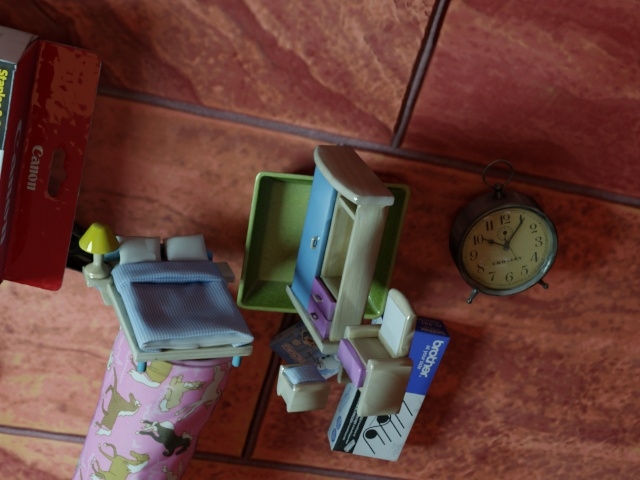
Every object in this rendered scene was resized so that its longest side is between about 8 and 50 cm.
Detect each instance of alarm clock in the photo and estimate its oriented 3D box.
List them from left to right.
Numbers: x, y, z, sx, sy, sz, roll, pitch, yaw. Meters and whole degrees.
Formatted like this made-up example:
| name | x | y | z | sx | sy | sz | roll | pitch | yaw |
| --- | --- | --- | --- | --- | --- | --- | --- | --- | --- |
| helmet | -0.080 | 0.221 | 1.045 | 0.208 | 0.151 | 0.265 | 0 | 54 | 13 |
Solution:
| name | x | y | z | sx | sy | sz | roll | pitch | yaw |
| --- | --- | --- | --- | --- | --- | --- | --- | --- | --- |
| alarm clock | 0.225 | -0.016 | 1.377 | 0.129 | 0.064 | 0.192 | -10 | 121 | -3 |

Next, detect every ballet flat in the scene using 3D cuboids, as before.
| name | x | y | z | sx | sy | sz | roll | pitch | yaw |
| --- | --- | --- | --- | --- | --- | --- | --- | --- | --- |
| ballet flat | -0.292 | 0.013 | 1.318 | 0.173 | 0.049 | 0.057 | 18 | 113 | -17 |

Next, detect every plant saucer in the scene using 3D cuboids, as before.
| name | x | y | z | sx | sy | sz | roll | pitch | yaw |
| --- | --- | --- | --- | --- | --- | --- | --- | --- | --- |
| plant saucer | 0.000 | 0.000 | 1.360 | 0.188 | 0.045 | 0.188 | 5 | 116 | -11 |

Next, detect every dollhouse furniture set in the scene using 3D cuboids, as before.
| name | x | y | z | sx | sy | sz | roll | pitch | yaw |
| --- | --- | --- | --- | --- | --- | --- | --- | --- | --- |
| dollhouse furniture set | -0.085 | 0.032 | 1.175 | 0.303 | 0.286 | 0.198 | 0 | 118 | -21 |

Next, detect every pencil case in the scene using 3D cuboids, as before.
| name | x | y | z | sx | sy | sz | roll | pitch | yaw |
| --- | --- | --- | --- | --- | --- | --- | --- | --- | --- |
| pencil case | -0.222 | 0.249 | 1.385 | 0.167 | 0.160 | 0.386 | -4 | 124 | -44 |

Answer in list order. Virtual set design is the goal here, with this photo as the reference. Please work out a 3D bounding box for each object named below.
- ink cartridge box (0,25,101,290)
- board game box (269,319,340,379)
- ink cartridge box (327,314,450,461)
| name | x | y | z | sx | sy | sz | roll | pitch | yaw |
| --- | --- | --- | --- | --- | --- | --- | --- | --- | --- |
| ink cartridge box | -0.399 | -0.076 | 1.189 | 0.272 | 0.130 | 0.309 | 11 | 113 | -7 |
| board game box | -0.004 | 0.139 | 1.434 | 0.090 | 0.020 | 0.090 | -33 | 119 | 29 |
| ink cartridge box | 0.089 | 0.195 | 1.477 | 0.097 | 0.046 | 0.207 | 12 | 115 | -16 |
